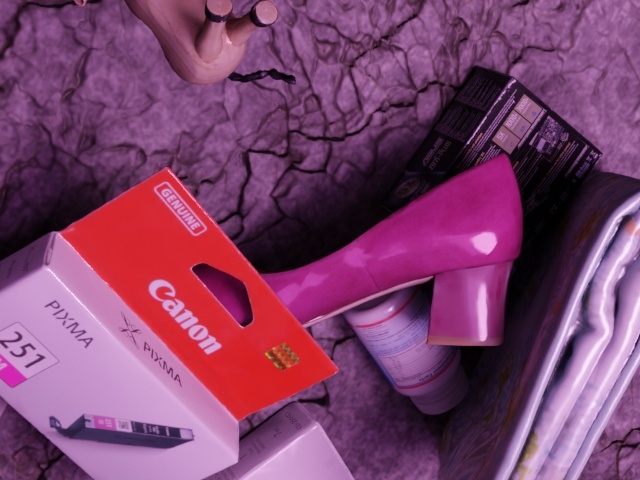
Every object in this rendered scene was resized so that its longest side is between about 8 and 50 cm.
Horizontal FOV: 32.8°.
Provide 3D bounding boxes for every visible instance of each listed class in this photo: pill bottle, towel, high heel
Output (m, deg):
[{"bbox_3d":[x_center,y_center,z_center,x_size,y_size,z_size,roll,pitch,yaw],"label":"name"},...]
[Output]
[{"bbox_3d":[0.095,0.107,1.154,0.087,0.087,0.160,-37,118,-7],"label":"pill bottle"},{"bbox_3d":[0.229,0.106,1.090,0.090,0.320,0.374,26,98,-1],"label":"towel"},{"bbox_3d":[0.000,0.000,1.038,0.378,0.127,0.181,3,93,-2],"label":"high heel"}]

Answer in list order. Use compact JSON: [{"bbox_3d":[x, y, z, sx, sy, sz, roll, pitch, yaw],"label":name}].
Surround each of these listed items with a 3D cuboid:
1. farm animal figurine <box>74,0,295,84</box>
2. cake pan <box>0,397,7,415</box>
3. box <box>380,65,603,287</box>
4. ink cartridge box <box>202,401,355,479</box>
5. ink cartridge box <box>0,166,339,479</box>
[{"bbox_3d":[-0.146,-0.301,0.855,0.327,0.172,0.330,18,70,-19],"label":"farm animal figurine"},{"bbox_3d":[-0.414,0.089,0.953,0.293,0.054,0.293,-7,110,-21],"label":"cake pan"},{"bbox_3d":[0.178,-0.064,1.135,0.147,0.077,0.180,33,93,-27],"label":"box"},{"bbox_3d":[-0.053,0.364,1.191,0.261,0.066,0.296,-35,117,-10],"label":"ink cartridge box"},{"bbox_3d":[-0.152,0.100,0.954,0.239,0.060,0.275,-28,122,17],"label":"ink cartridge box"}]
